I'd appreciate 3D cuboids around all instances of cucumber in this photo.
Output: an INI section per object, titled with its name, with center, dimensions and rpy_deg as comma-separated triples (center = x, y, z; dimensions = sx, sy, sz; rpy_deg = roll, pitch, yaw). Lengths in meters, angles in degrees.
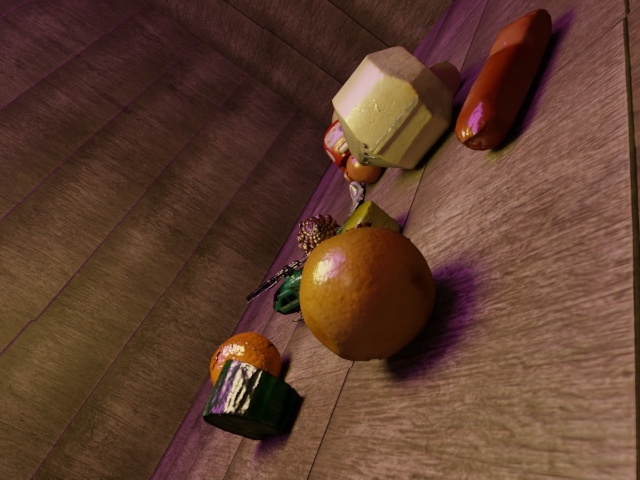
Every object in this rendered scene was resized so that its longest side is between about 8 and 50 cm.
[cucumber]
center = -0.151, 0.348, 0.883
dimensions = 0.191, 0.191, 0.130
rpy_deg = -45, 24, 52

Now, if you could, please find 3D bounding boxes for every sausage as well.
[sausage]
center = 0.346, -0.301, 0.755
dimensions = 0.097, 0.094, 0.348
rpy_deg = -9, 46, 60

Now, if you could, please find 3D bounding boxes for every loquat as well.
[loquat]
center = 0.065, 0.073, 0.606
dimensions = 0.208, 0.208, 0.208
rpy_deg = -55, 10, 14

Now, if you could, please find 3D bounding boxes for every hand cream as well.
[hand cream]
center = 0.130, -0.163, 1.517
dimensions = 0.084, 0.050, 0.257
rpy_deg = -54, 15, 29

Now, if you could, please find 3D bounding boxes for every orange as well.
[orange]
center = -0.199, 0.347, 1.098
dimensions = 0.193, 0.193, 0.161
rpy_deg = -57, -13, -3

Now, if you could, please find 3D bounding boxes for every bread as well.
[bread]
center = 0.115, -0.027, 0.938
dimensions = 0.111, 0.114, 0.129
rpy_deg = -53, 10, 18

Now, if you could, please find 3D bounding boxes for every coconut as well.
[coconut]
center = 0.186, -0.340, 1.095
dimensions = 0.323, 0.323, 0.323
rpy_deg = -55, 10, 14

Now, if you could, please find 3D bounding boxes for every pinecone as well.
[pinecone]
center = 0.000, 0.000, 1.352
dimensions = 0.173, 0.174, 0.173
rpy_deg = -55, 10, 14

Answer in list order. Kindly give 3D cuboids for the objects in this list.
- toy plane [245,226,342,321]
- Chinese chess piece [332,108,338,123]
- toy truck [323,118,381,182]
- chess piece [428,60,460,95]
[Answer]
[toy plane]
center = -0.029, 0.109, 1.135
dimensions = 0.382, 0.155, 0.106
rpy_deg = -33, 19, 26
[Chinese chess piece]
center = 0.180, -0.481, 1.641
dimensions = 0.270, 0.270, 0.112
rpy_deg = -51, 37, 31
[toy truck]
center = 0.124, -0.329, 1.486
dimensions = 0.189, 0.265, 0.239
rpy_deg = -41, 5, 22
[chess piece]
center = 0.341, -0.492, 1.362
dimensions = 0.117, 0.117, 0.397
rpy_deg = -56, 8, 6
